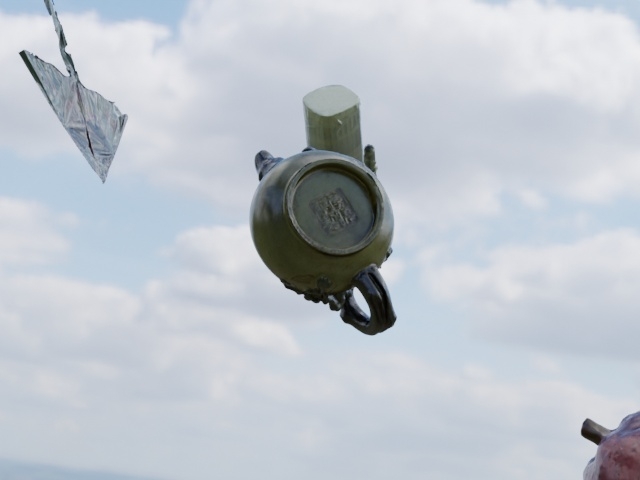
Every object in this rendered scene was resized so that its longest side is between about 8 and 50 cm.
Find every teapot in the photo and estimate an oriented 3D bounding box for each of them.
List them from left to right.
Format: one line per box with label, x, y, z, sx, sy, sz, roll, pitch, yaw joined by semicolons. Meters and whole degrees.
teapot;0.000;0.000;1.740;0.173;0.269;0.182;-29;-8;-24
teapot;0.034;-0.130;2.144;0.107;0.200;0.077;-27;43;-26

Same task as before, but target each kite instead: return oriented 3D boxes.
kite;-0.268;-0.171;1.588;0.012;0.250;0.229;-22;-17;15

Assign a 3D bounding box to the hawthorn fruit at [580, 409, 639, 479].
hawthorn fruit;0.410;0.312;1.639;0.307;0.265;0.265;38;5;29
